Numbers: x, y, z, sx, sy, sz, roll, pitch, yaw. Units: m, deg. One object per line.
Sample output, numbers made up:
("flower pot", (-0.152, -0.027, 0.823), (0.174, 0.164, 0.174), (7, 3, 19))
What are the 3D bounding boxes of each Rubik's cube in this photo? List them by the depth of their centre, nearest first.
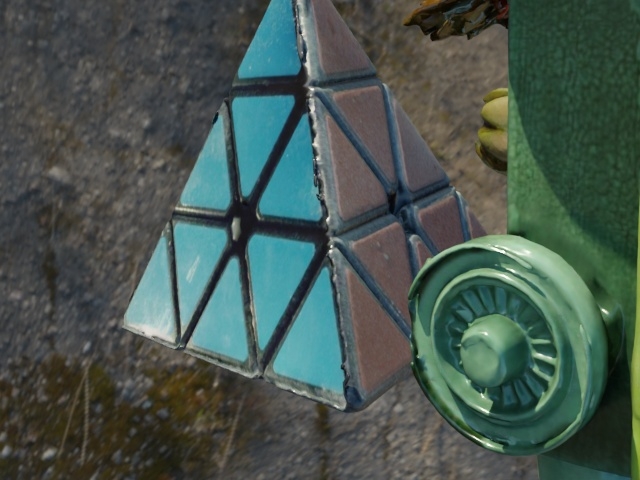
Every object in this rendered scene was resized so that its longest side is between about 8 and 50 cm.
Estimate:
("Rubik's cube", (0.001, 0.000, 0.805), (0.228, 0.233, 0.229), (36, 69, 16))

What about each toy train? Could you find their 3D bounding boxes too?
("toy train", (0.185, -0.063, 0.498), (0.179, 0.272, 0.442), (-21, 114, -47))

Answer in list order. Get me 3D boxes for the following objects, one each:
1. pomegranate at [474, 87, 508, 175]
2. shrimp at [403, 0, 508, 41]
("pomegranate", (0.272, -0.090, 1.001), (0.190, 0.241, 0.159), (37, 59, -30))
("shrimp", (0.188, -0.166, 0.667), (0.294, 0.062, 0.154), (-16, 77, 18))
